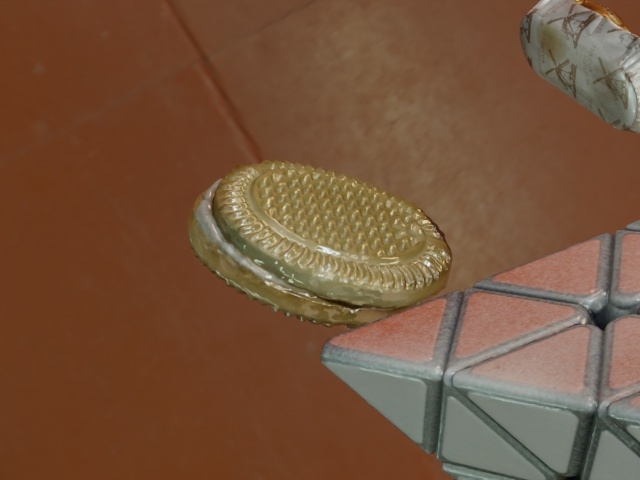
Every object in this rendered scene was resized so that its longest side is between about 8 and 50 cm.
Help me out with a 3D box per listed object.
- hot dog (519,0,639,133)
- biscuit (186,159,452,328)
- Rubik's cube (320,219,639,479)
[{"bbox_3d":[0.238,-0.157,1.548,0.192,0.053,0.099,42,142,53],"label":"hot dog"},{"bbox_3d":[0.000,0.000,1.722,0.259,0.259,0.079,27,115,15],"label":"biscuit"},{"bbox_3d":[0.184,0.097,1.056,0.233,0.228,0.228,-44,56,28],"label":"Rubik's cube"}]
